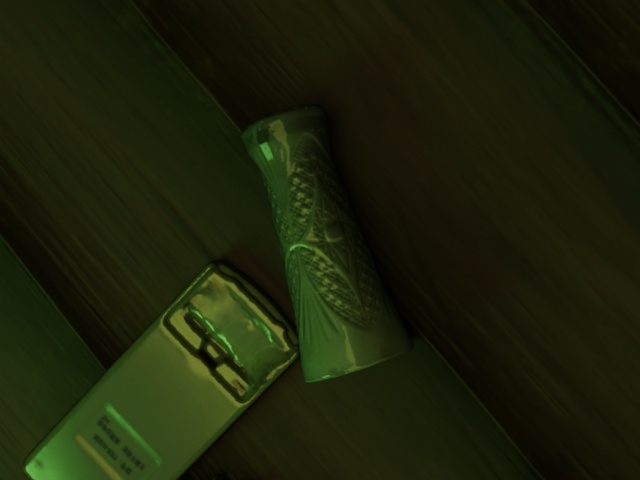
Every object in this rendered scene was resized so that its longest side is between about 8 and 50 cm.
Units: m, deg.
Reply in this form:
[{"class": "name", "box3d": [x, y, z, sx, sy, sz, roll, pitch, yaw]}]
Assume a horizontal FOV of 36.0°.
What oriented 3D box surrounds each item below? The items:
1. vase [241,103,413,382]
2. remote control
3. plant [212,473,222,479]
[{"class": "vase", "box3d": [0.000, 0.000, 0.823, 0.096, 0.096, 0.219, -18, 87, 15]}, {"class": "remote control", "box3d": [-0.144, 0.151, 0.902, 0.123, 0.038, 0.285, 43, 101, 6]}, {"class": "plant", "box3d": [-0.105, 0.242, 0.891, 0.102, 0.051, 0.051, -29, 87, 5]}]
